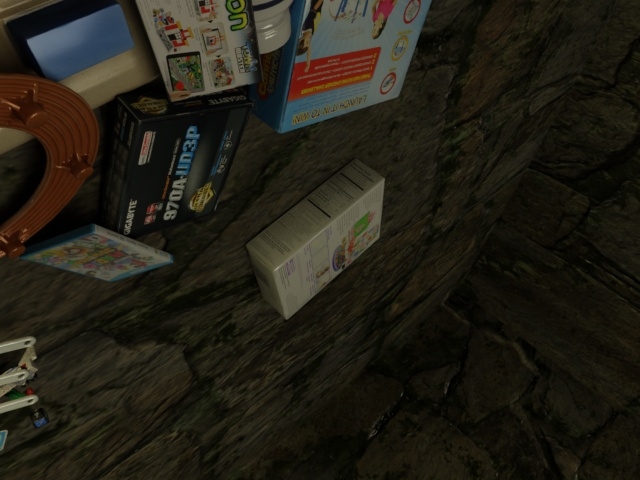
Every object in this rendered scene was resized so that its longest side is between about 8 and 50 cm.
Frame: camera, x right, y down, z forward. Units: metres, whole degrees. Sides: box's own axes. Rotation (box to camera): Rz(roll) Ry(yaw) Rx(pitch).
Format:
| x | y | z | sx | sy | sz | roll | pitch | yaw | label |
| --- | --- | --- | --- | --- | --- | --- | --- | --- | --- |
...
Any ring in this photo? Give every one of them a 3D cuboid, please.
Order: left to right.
| x | y | z | sx | sy | sz | roll | pitch | yaw | label |
| --- | --- | --- | --- | --- | --- | --- | --- | --- | --- |
| -0.354 | -0.023 | 0.481 | 0.337 | 0.032 | 0.336 | -42 | 176 | -4 | ring |

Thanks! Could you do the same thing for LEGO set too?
| x | y | z | sx | sy | sz | roll | pitch | yaw | label |
| --- | --- | --- | --- | --- | --- | --- | --- | --- | --- |
| -0.518 | 0.246 | 0.735 | 0.244 | 0.060 | 0.182 | 1 | 125 | -45 | LEGO set |

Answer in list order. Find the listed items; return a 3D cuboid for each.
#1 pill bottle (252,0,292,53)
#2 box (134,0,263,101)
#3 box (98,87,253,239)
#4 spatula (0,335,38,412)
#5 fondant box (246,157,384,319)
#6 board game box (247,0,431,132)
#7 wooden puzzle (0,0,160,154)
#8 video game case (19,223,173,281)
| x | y | z | sx | sy | sz | roll | pitch | yaw | label |
| --- | --- | --- | --- | --- | --- | --- | --- | --- | --- |
| -0.084 | -0.314 | 0.574 | 0.112 | 0.112 | 0.186 | -40 | 154 | -20 | pill bottle |
| -0.128 | -0.242 | 0.520 | 0.114 | 0.036 | 0.207 | -15 | 148 | -9 | box |
| -0.202 | -0.105 | 0.704 | 0.175 | 0.051 | 0.220 | -24 | 154 | -44 | box |
| -0.497 | 0.202 | 0.656 | 0.242 | 0.019 | 0.168 | -10 | 128 | -39 | spatula |
| 0.000 | 0.000 | 1.171 | 0.330 | 0.096 | 0.238 | -39 | 153 | -20 | fondant box |
| 0.046 | -0.345 | 0.776 | 0.308 | 0.086 | 0.301 | -27 | 147 | -40 | board game box |
| -0.297 | -0.202 | 0.417 | 0.322 | 0.080 | 0.347 | -38 | 153 | -25 | wooden puzzle |
| -0.305 | 0.022 | 0.714 | 0.119 | 0.015 | 0.166 | -17 | 160 | 15 | video game case |
